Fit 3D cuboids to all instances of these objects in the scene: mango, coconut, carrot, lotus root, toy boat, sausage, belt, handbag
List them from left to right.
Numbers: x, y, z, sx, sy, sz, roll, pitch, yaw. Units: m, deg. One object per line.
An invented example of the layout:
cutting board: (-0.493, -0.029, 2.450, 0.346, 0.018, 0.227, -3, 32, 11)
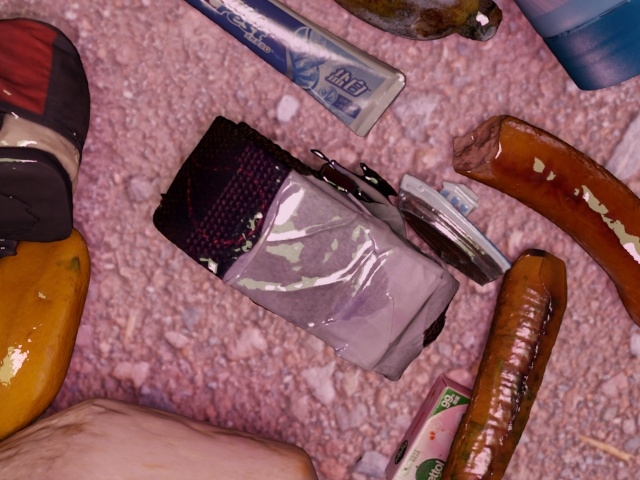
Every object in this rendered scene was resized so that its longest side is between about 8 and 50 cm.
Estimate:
handbag: (-0.332, -0.091, 0.913, 0.254, 0.181, 0.181, 0, 60, -5)
mango: (-0.285, 0.089, 0.986, 0.109, 0.147, 0.227, 29, 92, -32)
coconut: (-0.145, 0.338, 0.916, 0.415, 0.415, 0.345, 17, 128, -5)
belt: (0.000, 0.000, 0.965, 0.289, 0.184, 0.164, 35, 92, -13)
lotus root: (0.083, -0.244, 0.969, 0.192, 0.088, 0.113, 27, 129, -6)
toy boat: (0.135, -0.019, 1.031, 0.140, 0.059, 0.066, 40, 68, -4)
carrot: (0.180, 0.135, 1.021, 0.070, 0.070, 0.260, 23, 80, -6)
sausage: (0.262, -0.021, 1.017, 0.302, 0.076, 0.103, 39, 69, -6)

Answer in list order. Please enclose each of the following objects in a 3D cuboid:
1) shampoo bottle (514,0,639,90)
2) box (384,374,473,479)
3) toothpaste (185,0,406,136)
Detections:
shampoo bottle: (0.250, -0.356, 0.836, 0.331, 0.331, 0.343, -37, 98, 4)
box: (0.134, 0.215, 1.075, 0.089, 0.043, 0.125, 27, 97, -6)
toothpaste: (-0.045, -0.200, 0.997, 0.268, 0.047, 0.069, 33, 84, -11)
